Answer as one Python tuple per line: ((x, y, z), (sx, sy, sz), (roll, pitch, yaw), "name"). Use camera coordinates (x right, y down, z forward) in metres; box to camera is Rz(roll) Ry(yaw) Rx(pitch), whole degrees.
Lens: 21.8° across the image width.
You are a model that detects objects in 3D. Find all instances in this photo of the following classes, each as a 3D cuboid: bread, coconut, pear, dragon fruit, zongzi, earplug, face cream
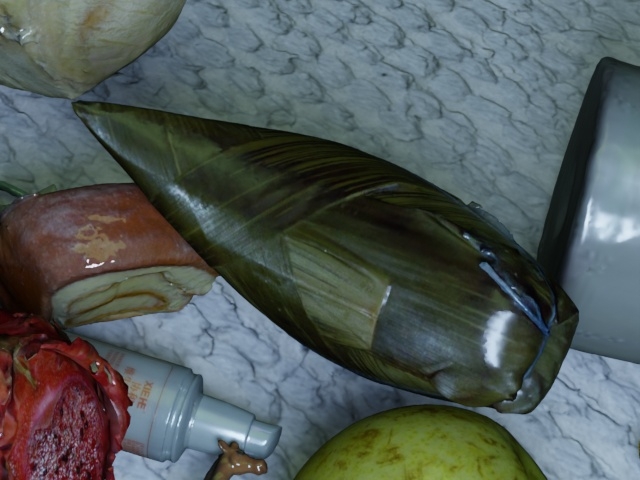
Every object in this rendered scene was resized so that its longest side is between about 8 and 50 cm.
((-0.216, 0.014, 1.742), (0.244, 0.190, 0.123), (-13, 66, -22), "bread")
((-0.335, -0.350, 1.902), (0.405, 0.404, 0.404), (4, 50, -5), "coconut")
((0.089, 0.284, 1.506), (0.284, 0.283, 0.283), (4, 50, -5), "pear")
((-0.331, 0.193, 1.500), (0.296, 0.302, 0.295), (24, 57, -44), "dragon fruit")
((0.000, 0.000, 1.581), (0.432, 0.207, 0.403), (27, 2, -32), "zongzi")
((0.443, 0.007, 1.761), (0.394, 0.312, 0.312), (16, 50, 2), "earplug")
((-0.164, 0.169, 1.665), (0.252, 0.101, 0.101), (16, 50, 5), "face cream")

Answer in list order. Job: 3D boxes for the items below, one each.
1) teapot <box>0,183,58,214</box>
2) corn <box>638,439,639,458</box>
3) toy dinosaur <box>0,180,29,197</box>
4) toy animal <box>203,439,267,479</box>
((-0.324, -0.023, 1.840), (0.083, 0.057, 0.067), (-13, 82, -11), "teapot")
((0.379, 0.270, 1.682), (0.068, 0.068, 0.207), (-8, 54, -15), "corn")
((-0.452, -0.175, 1.896), (0.076, 0.129, 0.383), (-32, 62, -21), "toy dinosaur")
((-0.135, 0.300, 1.538), (0.224, 0.066, 0.229), (-14, 48, -10), "toy animal")
